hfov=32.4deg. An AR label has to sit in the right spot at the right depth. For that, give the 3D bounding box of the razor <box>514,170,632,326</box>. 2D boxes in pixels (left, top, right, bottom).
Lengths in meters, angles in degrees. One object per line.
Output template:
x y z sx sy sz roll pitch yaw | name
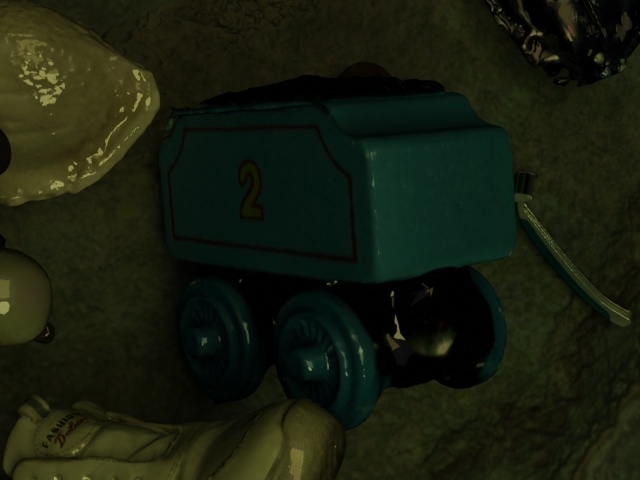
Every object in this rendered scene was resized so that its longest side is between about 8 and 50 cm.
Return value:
0.250 0.017 1.119 0.191 0.037 0.068 51 27 -12 | razor

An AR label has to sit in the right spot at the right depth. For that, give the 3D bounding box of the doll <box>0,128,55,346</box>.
-0.343 -0.024 0.818 0.235 0.174 0.330 -39 93 -11 | doll

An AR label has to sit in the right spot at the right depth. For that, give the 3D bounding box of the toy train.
0.000 0.000 0.885 0.188 0.300 0.265 -10 99 -37 | toy train

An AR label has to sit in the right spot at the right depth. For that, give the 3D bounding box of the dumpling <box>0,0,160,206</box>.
-0.250 -0.111 0.898 0.215 0.126 0.167 14 93 -22 | dumpling

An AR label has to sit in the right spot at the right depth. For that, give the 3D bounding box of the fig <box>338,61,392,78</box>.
0.048 -0.123 1.044 0.088 0.074 0.074 46 67 -32 | fig

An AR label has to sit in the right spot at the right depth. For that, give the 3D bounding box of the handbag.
0.229 -0.281 1.116 0.162 0.113 0.260 -38 95 -29 | handbag

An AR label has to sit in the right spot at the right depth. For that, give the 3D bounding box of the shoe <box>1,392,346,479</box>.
-0.139 0.187 0.805 0.210 0.342 0.132 43 35 -1 | shoe
